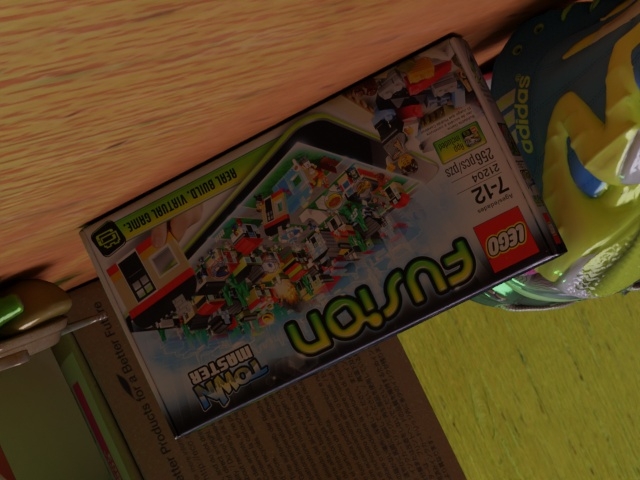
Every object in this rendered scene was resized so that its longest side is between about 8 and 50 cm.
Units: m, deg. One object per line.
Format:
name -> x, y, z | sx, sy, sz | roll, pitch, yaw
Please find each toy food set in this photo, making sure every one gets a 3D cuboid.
toy food set -> -0.191, 0.052, 1.042 | 0.132, 0.039, 0.192 | -19, -178, 7

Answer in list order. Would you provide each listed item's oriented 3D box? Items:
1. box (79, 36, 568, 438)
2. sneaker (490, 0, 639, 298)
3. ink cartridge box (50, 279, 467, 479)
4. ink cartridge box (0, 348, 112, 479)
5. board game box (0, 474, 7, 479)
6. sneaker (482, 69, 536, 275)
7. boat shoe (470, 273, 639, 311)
box -> 0.000, 0.000, 0.935 | 0.207, 0.114, 0.036 | -27, 175, 14
sneaker -> 0.143, -0.093, 0.927 | 0.091, 0.126, 0.240 | -3, 132, -43
ink cartridge box -> -0.039, 0.111, 1.229 | 0.193, 0.235, 0.088 | -23, 174, -19
ink cartridge box -> -0.169, 0.125, 1.421 | 0.283, 0.117, 0.207 | -24, 175, -17
board game box -> -0.303, 0.231, 1.048 | 0.390, 0.050, 0.390 | -24, 143, 6
sneaker -> 0.122, -0.042, 1.130 | 0.103, 0.111, 0.252 | -23, 175, -28
boat shoe -> 0.237, -0.032, 1.410 | 0.355, 0.132, 0.130 | -10, 171, -31
